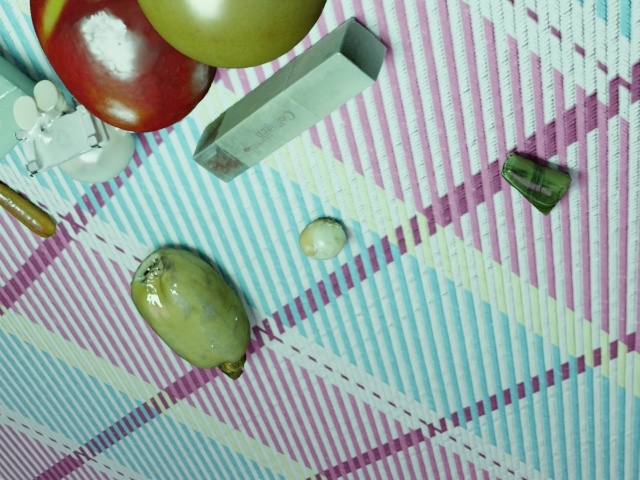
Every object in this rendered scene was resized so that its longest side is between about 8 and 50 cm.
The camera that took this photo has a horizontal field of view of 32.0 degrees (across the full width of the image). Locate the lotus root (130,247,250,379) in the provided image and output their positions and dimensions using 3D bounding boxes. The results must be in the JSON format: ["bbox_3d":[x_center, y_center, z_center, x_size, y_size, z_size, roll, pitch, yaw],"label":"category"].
[{"bbox_3d":[-0.231,0.146,2.131,0.169,0.151,0.343,-17,134,22],"label":"lotus root"}]

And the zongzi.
[{"bbox_3d":[0.314,-0.080,1.690,0.104,0.052,0.113,25,158,3],"label":"zongzi"}]

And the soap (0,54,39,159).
[{"bbox_3d":[-0.592,-0.176,1.771,0.289,0.095,0.173,-41,130,12],"label":"soap"}]

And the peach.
[{"bbox_3d":[-0.277,-0.265,1.558,0.257,0.201,0.362,12,144,7],"label":"peach"}]

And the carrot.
[{"bbox_3d":[-0.592,-0.084,2.071,0.248,0.043,0.043,40,139,-25],"label":"carrot"}]

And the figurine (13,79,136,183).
[{"bbox_3d":[-0.367,-0.158,1.759,0.144,0.182,0.256,51,-171,11],"label":"figurine"}]

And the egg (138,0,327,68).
[{"bbox_3d":[-0.107,-0.357,1.321,0.250,0.250,0.322,10,135,11],"label":"egg"}]

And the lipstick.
[{"bbox_3d":[-0.054,-0.199,1.654,0.076,0.080,0.371,36,141,-22],"label":"lipstick"}]

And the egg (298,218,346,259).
[{"bbox_3d":[0.000,0.000,1.904,0.083,0.071,0.071,-17,132,43],"label":"egg"}]
